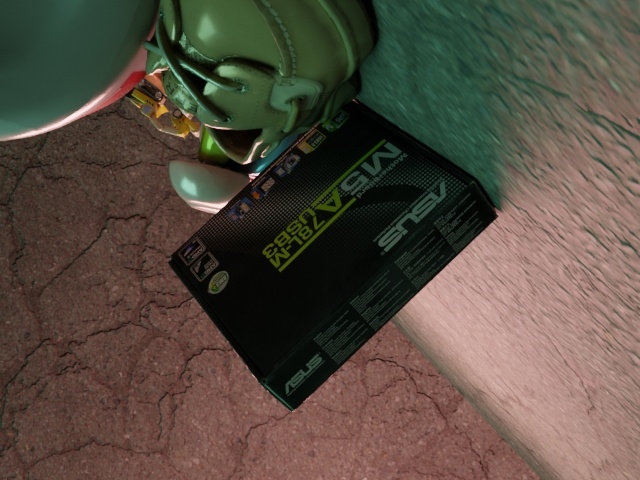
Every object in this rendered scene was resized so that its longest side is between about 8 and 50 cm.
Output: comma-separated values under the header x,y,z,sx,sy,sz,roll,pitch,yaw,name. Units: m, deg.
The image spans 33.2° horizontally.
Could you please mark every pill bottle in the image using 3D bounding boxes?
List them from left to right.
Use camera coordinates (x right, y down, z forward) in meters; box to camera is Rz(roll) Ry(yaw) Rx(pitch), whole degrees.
x,y,z,sx,sy,sz,roll,pitch,yaw,name
-0.226,-0.203,0.828,0.229,0.229,0.407,48,-178,-11,pill bottle

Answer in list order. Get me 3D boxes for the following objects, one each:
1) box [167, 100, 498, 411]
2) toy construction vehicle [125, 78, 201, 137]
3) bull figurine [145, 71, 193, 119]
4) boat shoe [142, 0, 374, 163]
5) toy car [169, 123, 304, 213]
x,y,z,sx,sy,sz,roll,pitch,yaw,name
0.000,0.000,0.758,0.045,0.191,0.184,49,178,-35,box
-0.182,-0.144,1.205,0.098,0.035,0.086,37,177,6,toy construction vehicle
-0.185,-0.232,1.245,0.188,0.101,0.310,45,180,-15,bull figurine
-0.044,-0.115,0.662,0.121,0.110,0.341,47,177,10,boat shoe
-0.063,-0.101,1.027,0.136,0.159,0.182,13,176,-1,toy car
